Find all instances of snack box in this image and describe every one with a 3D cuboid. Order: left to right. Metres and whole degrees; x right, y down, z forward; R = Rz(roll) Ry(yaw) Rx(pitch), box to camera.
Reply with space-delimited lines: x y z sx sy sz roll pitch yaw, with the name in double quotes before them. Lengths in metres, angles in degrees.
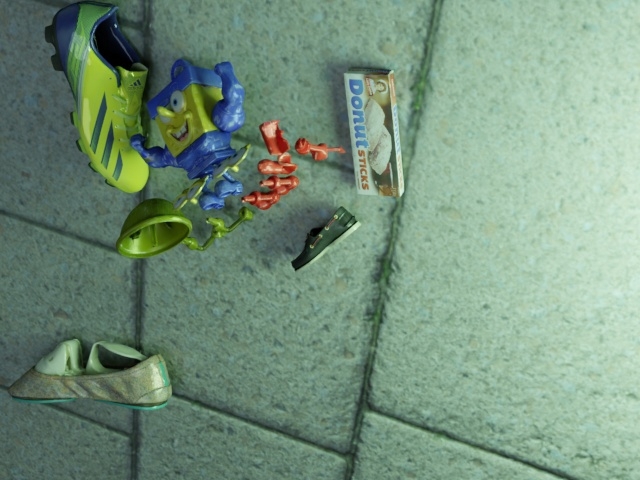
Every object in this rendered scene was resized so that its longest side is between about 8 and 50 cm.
"snack box" 0.072 -0.142 1.449 0.064 0.022 0.178 6 122 23

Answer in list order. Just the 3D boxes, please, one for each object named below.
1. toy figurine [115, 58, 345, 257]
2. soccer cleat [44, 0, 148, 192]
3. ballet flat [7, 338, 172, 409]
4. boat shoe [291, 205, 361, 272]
"toy figurine" -0.164 -0.141 1.519 0.362 0.191 0.217 -33 73 43
"soccer cleat" -0.290 -0.196 1.537 0.121 0.093 0.289 -6 118 20
"ballet flat" -0.394 0.221 1.854 0.316 0.107 0.106 0 100 19
"boat shoe" 0.001 -0.001 1.555 0.042 0.049 0.133 47 125 -2
